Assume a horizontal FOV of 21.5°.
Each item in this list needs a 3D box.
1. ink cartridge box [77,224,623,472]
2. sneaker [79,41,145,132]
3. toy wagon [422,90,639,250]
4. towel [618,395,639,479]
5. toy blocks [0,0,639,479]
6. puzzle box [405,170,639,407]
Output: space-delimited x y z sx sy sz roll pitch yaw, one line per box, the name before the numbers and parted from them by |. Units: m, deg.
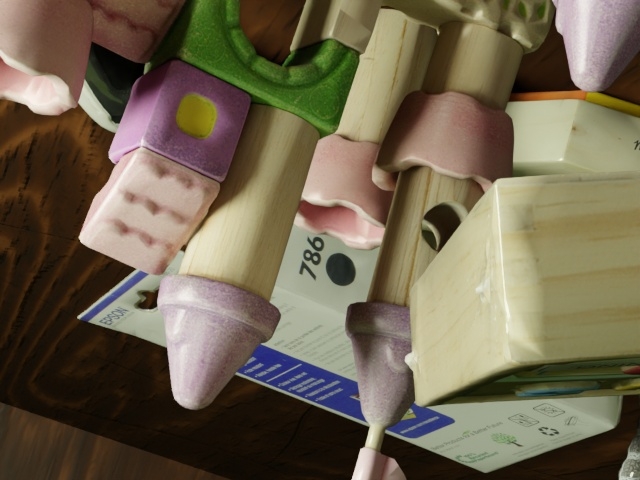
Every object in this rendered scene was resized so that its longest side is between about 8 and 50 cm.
ink cartridge box | 0.022 0.062 1.122 0.332 0.065 0.165 22 154 -21
sneaker | -0.052 -0.089 0.985 0.121 0.079 0.217 -6 153 29
toy wagon | 0.163 0.003 1.059 0.267 0.068 0.344 18 164 -1
towel | 0.299 0.198 1.270 0.121 0.235 0.283 13 164 34
toy blocks | -0.029 -0.054 0.723 0.288 0.260 0.309 25 162 -23
puzzle box | 0.241 0.017 0.571 0.408 0.052 0.272 -3 172 -2
